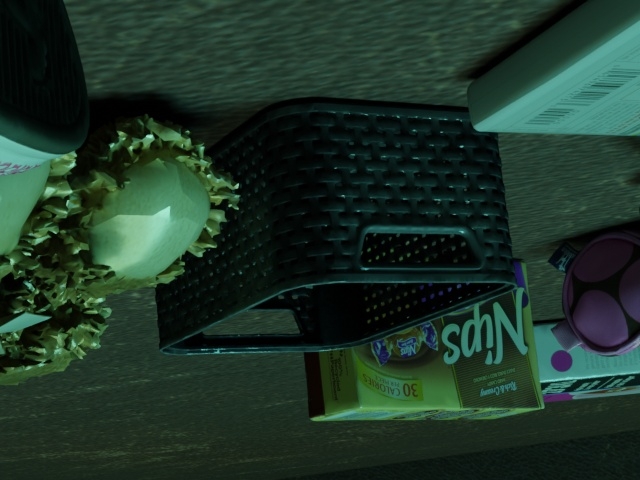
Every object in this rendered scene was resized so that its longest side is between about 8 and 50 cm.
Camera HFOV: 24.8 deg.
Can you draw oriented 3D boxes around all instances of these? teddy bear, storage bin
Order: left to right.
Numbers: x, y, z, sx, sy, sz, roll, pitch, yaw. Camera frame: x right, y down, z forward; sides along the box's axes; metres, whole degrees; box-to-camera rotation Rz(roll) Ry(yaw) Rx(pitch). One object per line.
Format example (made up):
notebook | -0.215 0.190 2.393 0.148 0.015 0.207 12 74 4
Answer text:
teddy bear | -0.195 0.010 0.678 0.245 0.113 0.338 -6 162 -33
storage bin | 0.000 0.000 0.720 0.122 0.084 0.180 1 167 -28

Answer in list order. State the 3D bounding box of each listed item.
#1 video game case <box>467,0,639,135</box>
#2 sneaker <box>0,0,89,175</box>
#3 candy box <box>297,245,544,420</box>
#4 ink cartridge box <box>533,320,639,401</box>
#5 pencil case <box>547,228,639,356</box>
video game case | 0.200 -0.085 0.567 0.206 0.026 0.227 0 165 -24
sneaker | -0.188 -0.055 0.323 0.178 0.124 0.295 -18 166 10
candy box | 0.069 0.065 0.980 0.187 0.109 0.053 6 162 -42
ink cartridge box | 0.288 0.112 1.412 0.371 0.069 0.176 -3 167 -3
pencil case | 0.257 0.044 1.023 0.209 0.095 0.098 8 126 -41
